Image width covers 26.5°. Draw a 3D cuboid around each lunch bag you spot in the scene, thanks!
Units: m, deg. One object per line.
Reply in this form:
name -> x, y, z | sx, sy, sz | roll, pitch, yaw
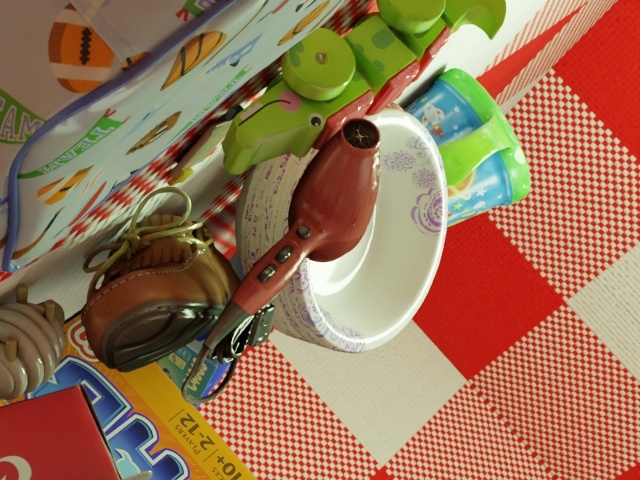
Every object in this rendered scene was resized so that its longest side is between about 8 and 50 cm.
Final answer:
lunch bag -> -0.091, -0.118, 0.708 | 0.303, 0.115, 0.243 | -41, 177, -23

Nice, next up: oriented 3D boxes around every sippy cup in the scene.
sippy cup -> 0.169, -0.113, 2.105 | 0.224, 0.240, 0.305 | -31, 149, -7

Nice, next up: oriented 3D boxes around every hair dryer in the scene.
hair dryer -> -0.017, 0.016, 1.262 | 0.293, 0.080, 0.223 | -62, 178, 17

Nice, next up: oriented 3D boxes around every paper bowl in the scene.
paper bowl -> 0.013, -0.022, 1.574 | 0.148, 0.284, 0.284 | 14, -142, 39

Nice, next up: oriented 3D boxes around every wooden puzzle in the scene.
wooden puzzle -> -0.110, -0.092, 1.285 | 0.116, 0.014, 0.078 | -44, 178, 22

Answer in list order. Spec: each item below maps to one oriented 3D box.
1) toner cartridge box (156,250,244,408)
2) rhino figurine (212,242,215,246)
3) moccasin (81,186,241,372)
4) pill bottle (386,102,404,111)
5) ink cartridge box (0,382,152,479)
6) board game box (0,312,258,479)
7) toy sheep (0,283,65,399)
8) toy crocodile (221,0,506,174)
toner cartridge box -> -0.076, 0.046, 1.731 | 0.348, 0.075, 0.165 | -51, 175, -32
rhino figurine -> -0.191, 0.072, 1.689 | 0.106, 0.073, 0.243 | -42, 174, -47
moccasin -> -0.160, 0.034, 1.355 | 0.139, 0.147, 0.380 | -28, -179, 12
pill bottle -> 0.061, -0.138, 1.736 | 0.086, 0.086, 0.152 | -44, 175, 16
ink cartridge box -> -0.341, 0.243, 1.199 | 0.309, 0.130, 0.272 | -13, 157, -38
board game box -> -0.318, 0.363, 1.556 | 0.356, 0.356, 0.356 | -37, 172, -42
toy sheep -> -0.277, 0.098, 1.224 | 0.132, 0.091, 0.091 | -44, 178, -44
toy crocodile -> 0.041, -0.163, 1.296 | 0.340, 0.105, 0.115 | -38, 173, -30
